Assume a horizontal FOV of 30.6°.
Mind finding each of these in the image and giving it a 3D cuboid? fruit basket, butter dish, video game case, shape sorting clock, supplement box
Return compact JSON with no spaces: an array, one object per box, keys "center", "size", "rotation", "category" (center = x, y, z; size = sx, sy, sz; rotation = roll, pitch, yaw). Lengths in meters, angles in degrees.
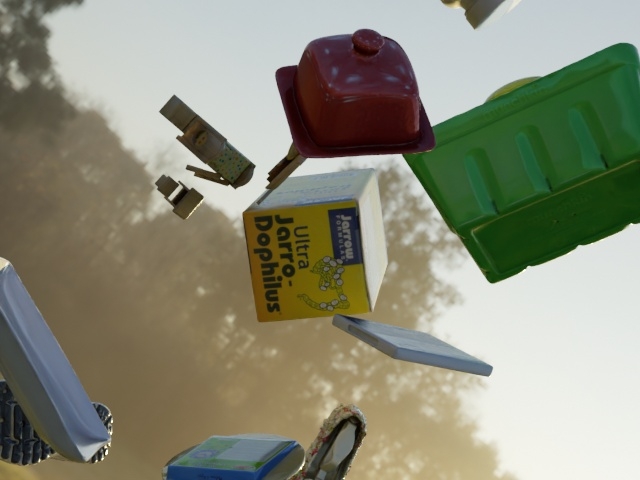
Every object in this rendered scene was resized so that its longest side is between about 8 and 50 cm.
[{"center":[0.324,-0.155,1.769],"size":[0.392,0.392,0.283],"rotation":[32,-12,40],"category":"fruit basket"},{"center":[0.043,-0.176,1.267],"size":[0.118,0.160,0.160],"rotation":[101,-20,-46],"category":"butter dish"},{"center":[0.138,0.159,1.768],"size":[0.190,0.022,0.173],"rotation":[14,6,-33],"category":"video game case"},{"center":[-0.123,0.322,1.669],"size":[0.206,0.206,0.040],"rotation":[-163,-114,-67],"category":"shape sorting clock"},{"center":[0.000,0.000,2.055],"size":[0.356,0.195,0.194],"rotation":[-57,140,-76],"category":"supplement box"}]

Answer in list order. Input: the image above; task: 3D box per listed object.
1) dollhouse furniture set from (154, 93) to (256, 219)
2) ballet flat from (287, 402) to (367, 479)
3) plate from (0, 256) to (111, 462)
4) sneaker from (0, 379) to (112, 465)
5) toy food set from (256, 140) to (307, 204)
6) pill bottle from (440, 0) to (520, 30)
[{"center":[-0.229,-0.127,2.021],"size":[0.101,0.161,0.182],"rotation":[41,0,36],"category":"dollhouse furniture set"},{"center":[0.005,0.373,1.894],"size":[0.091,0.241,0.077],"rotation":[27,-14,-9],"category":"ballet flat"},{"center":[-0.351,0.143,1.415],"size":[0.277,0.045,0.278],"rotation":[61,-6,2],"category":"plate"},{"center":[-0.479,0.297,1.858],"size":[0.147,0.129,0.330],"rotation":[-2,-18,26],"category":"sneaker"},{"center":[-0.041,-0.128,1.729],"size":[0.038,0.132,0.192],"rotation":[45,-30,-4],"category":"toy food set"},{"center":[0.192,-0.410,1.656],"size":[0.216,0.121,0.121],"rotation":[55,-8,7],"category":"pill bottle"}]
